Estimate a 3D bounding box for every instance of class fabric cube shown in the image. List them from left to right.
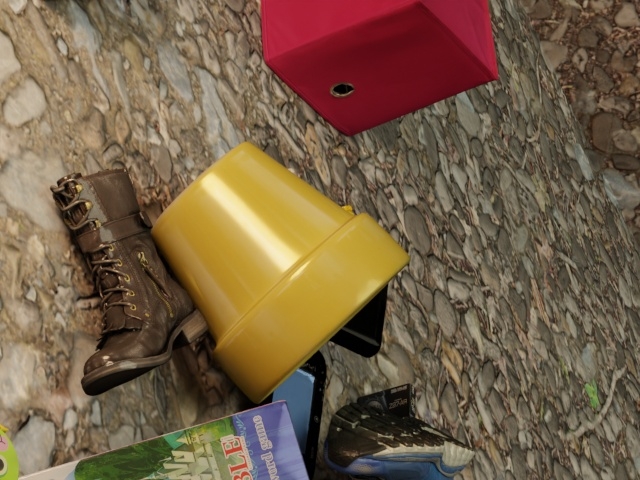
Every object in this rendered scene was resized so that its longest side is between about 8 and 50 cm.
[{"bbox_3d":[0.084,-0.348,2.676,0.254,0.258,0.259,39,40,-49],"label":"fabric cube"}]

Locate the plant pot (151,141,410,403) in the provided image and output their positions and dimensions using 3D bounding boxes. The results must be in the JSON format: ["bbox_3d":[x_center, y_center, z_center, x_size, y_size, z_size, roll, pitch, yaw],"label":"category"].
[{"bbox_3d":[-0.063,0.022,2.128,0.239,0.254,0.254,48,26,3],"label":"plant pot"}]

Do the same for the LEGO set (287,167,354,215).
[{"bbox_3d":[0.000,0.000,2.445,0.087,0.093,0.227,-14,85,-65],"label":"LEGO set"}]

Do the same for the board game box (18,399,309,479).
[{"bbox_3d":[-0.138,0.346,1.724,0.318,0.066,0.319,-15,83,-23],"label":"board game box"}]

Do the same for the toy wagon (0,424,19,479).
[{"bbox_3d":[-0.322,0.283,1.538,0.267,0.068,0.344,38,48,-35],"label":"toy wagon"}]

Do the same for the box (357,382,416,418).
[{"bbox_3d":[0.090,0.236,2.467,0.018,0.083,0.067,49,33,-41],"label":"box"}]

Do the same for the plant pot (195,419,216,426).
[{"bbox_3d":[-0.109,0.288,1.926,0.201,0.201,0.180,62,10,-18],"label":"plant pot"}]

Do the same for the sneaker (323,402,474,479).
[{"bbox_3d":[0.091,0.300,2.289,0.330,0.129,0.147,26,89,-61],"label":"sneaker"}]

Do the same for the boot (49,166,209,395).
[{"bbox_3d":[-0.235,0.036,1.976,0.229,0.091,0.263,63,21,-4],"label":"boot"}]

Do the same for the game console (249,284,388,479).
[{"bbox_3d":[-0.020,0.146,2.281,0.213,0.044,0.361,25,53,-25],"label":"game console"}]
